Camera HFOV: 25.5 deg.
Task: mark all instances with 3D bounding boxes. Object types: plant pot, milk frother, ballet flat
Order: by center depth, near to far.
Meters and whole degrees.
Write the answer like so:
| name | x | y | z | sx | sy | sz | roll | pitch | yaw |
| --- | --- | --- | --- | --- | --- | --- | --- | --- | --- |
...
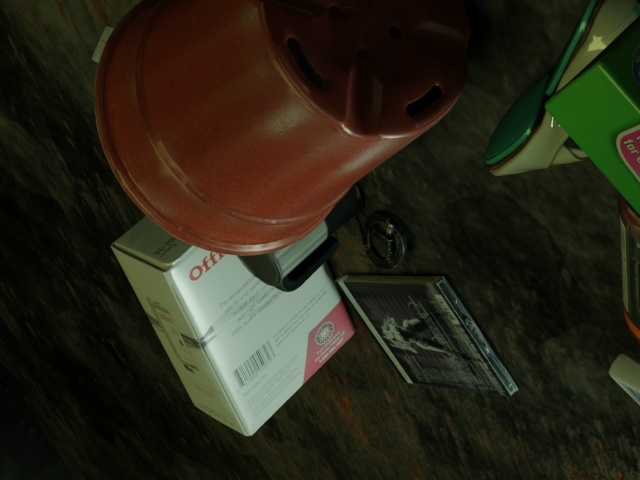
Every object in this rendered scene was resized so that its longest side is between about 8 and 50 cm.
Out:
| name | x | y | z | sx | sy | sz | roll | pitch | yaw |
| --- | --- | --- | --- | --- | --- | --- | --- | --- | --- |
| ballet flat | 0.203 | -0.106 | 1.115 | 0.086 | 0.086 | 0.248 | 45 | 155 | 7 |
| plant pot | -0.024 | -0.148 | 1.235 | 0.272 | 0.272 | 0.265 | 52 | 148 | -8 |
| milk frother | 0.000 | 0.000 | 1.543 | 0.143 | 0.134 | 0.129 | 19 | 143 | 49 |

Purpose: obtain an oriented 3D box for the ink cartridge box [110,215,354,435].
| name | x | y | z | sx | sy | sz | roll | pitch | yaw |
| --- | --- | --- | --- | --- | --- | --- | --- | --- | --- |
| ink cartridge box | -0.098 | 0.060 | 1.712 | 0.117 | 0.207 | 0.283 | 21 | 144 | 43 |

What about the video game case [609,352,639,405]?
| name | x | y | z | sx | sy | sz | roll | pitch | yaw |
| --- | --- | --- | --- | --- | --- | --- | --- | --- | --- |
| video game case | 0.370 | 0.184 | 1.216 | 0.206 | 0.026 | 0.227 | 30 | 174 | 36 |

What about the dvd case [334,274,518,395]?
| name | x | y | z | sx | sy | sz | roll | pitch | yaw |
| --- | --- | --- | --- | --- | --- | --- | --- | --- | --- |
| dvd case | 0.119 | 0.107 | 1.646 | 0.164 | 0.018 | 0.221 | 55 | 155 | -17 |

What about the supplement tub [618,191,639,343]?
| name | x | y | z | sx | sy | sz | roll | pitch | yaw |
| --- | --- | --- | --- | --- | --- | --- | --- | --- | --- |
| supplement tub | 0.291 | 0.024 | 1.119 | 0.106 | 0.106 | 0.198 | 30 | 151 | 35 |

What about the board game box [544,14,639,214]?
| name | x | y | z | sx | sy | sz | roll | pitch | yaw |
| --- | --- | --- | --- | --- | --- | --- | --- | --- | --- |
| board game box | 0.317 | -0.037 | 0.814 | 0.316 | 0.242 | 0.064 | 48 | 155 | -1 |

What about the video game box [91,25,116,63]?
| name | x | y | z | sx | sy | sz | roll | pitch | yaw |
| --- | --- | --- | --- | --- | --- | --- | --- | --- | --- |
| video game box | -0.108 | -0.154 | 1.487 | 0.187 | 0.048 | 0.205 | 19 | 176 | 44 |
